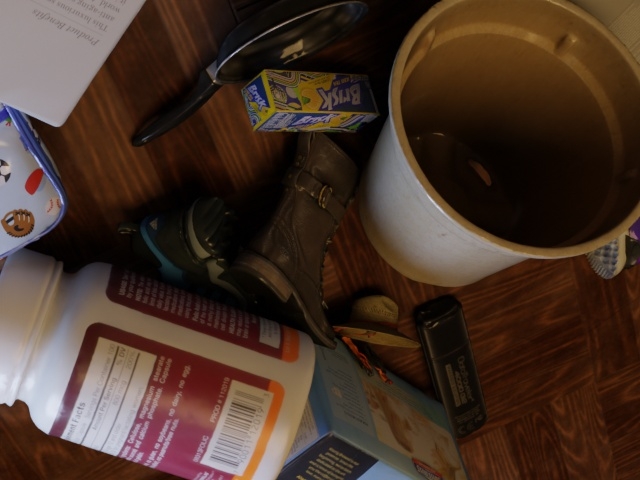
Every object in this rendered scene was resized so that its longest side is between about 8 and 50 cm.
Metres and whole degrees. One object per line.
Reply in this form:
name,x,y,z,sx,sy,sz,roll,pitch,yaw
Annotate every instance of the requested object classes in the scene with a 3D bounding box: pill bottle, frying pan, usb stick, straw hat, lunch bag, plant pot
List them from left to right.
lunch bag,-0.463,-0.064,1.609,0.303,0.115,0.243,-27,129,-3
pill bottle,-0.225,0.159,1.746,0.392,0.224,0.224,20,117,-10
frying pan,-0.078,-0.215,1.686,0.197,0.053,0.326,-19,172,-45
straw hat,0.076,0.108,2.000,0.144,0.144,0.061,17,77,-33
usb stick,0.201,0.196,2.139,0.077,0.045,0.278,-28,132,-11
plant pot,0.191,-0.091,1.713,0.334,0.334,0.305,-6,163,-20

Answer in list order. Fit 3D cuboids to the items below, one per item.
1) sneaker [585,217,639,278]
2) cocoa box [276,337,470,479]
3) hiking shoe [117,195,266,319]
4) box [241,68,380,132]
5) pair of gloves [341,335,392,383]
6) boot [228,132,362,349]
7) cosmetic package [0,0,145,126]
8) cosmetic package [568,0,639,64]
sneaker,0.466,-0.087,2.009,0.146,0.102,0.293,-15,134,-21
cocoa box,0.023,0.311,2.011,0.228,0.231,0.347,-40,130,20
hiking shoe,-0.144,0.045,1.855,0.132,0.113,0.304,-5,142,19
box,-0.010,-0.169,1.719,0.169,0.059,0.054,-3,159,-41
pair of gloves,0.069,0.170,2.015,0.010,0.074,0.083,-43,146,14
boot,0.000,0.000,1.825,0.229,0.091,0.263,-61,146,-19
cosmetic package,-0.256,-0.366,1.430,0.230,0.161,0.453,25,113,-36
cosmetic package,0.326,-0.309,1.751,0.107,0.127,0.238,-43,132,12
